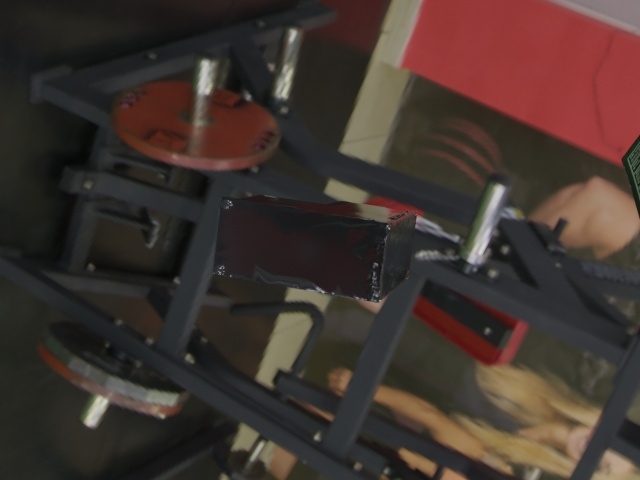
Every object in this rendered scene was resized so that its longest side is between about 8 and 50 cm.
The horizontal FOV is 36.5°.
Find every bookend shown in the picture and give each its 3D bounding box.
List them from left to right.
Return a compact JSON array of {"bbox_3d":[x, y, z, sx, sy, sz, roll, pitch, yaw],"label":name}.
[{"bbox_3d":[0.000,0.000,0.924,0.156,0.157,0.072,-23,122,-75],"label":"bookend"}]

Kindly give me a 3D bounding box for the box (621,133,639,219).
[{"bbox_3d":[0.576,-0.119,1.294,0.296,0.183,0.294,-59,-171,32],"label":"box"}]
